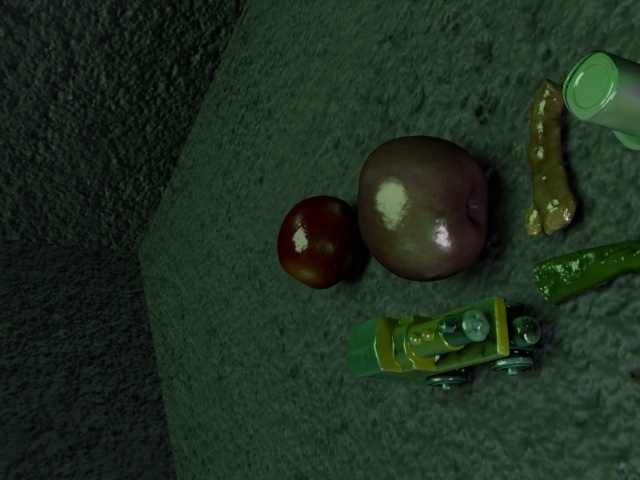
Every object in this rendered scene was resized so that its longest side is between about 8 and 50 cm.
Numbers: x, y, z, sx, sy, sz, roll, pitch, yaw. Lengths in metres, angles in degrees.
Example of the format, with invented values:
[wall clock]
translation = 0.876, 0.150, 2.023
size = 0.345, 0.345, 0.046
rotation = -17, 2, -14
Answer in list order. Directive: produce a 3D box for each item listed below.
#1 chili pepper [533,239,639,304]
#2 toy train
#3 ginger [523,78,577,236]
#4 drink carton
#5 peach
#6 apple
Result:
[chili pepper]
translation = 0.489, 0.027, 1.351
size = 0.359, 0.076, 0.085
rotation = -36, 73, 58
[toy train]
translation = 0.243, 0.196, 1.578
size = 0.369, 0.237, 0.150
rotation = -31, 55, 54
[ginger]
translation = 0.426, -0.156, 1.516
size = 0.118, 0.065, 0.298
rotation = -13, 69, 55
[drink carton]
translation = 0.490, -0.237, 1.342
size = 0.146, 0.142, 0.144
rotation = -55, 40, 37
[peach]
translation = 0.000, 0.000, 2.094
size = 0.243, 0.199, 0.243
rotation = -14, 72, 48
[apple]
translation = 0.212, -0.069, 1.660
size = 0.235, 0.306, 0.305
rotation = -3, 79, 35
